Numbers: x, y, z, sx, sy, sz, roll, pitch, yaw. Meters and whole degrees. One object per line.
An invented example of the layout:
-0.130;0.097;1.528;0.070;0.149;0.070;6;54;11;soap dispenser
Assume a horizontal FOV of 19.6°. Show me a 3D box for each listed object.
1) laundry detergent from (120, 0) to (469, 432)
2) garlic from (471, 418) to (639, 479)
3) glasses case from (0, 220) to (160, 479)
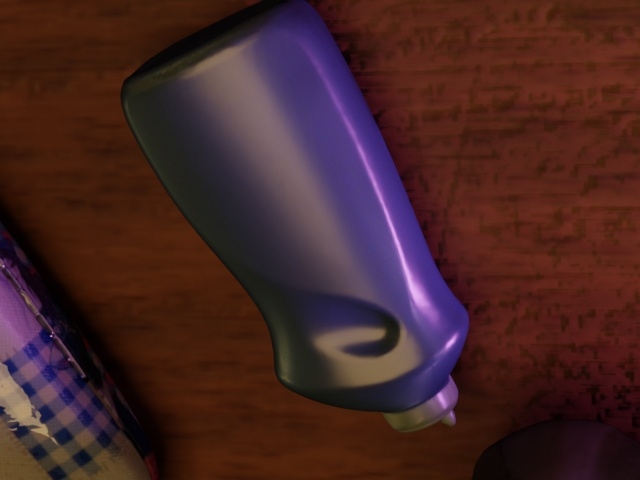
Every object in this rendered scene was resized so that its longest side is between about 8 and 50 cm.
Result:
0.000;0.000;0.803;0.097;0.061;0.206;-26;104;17;laundry detergent
0.127;0.188;0.758;0.210;0.237;0.292;8;152;24;garlic
-0.199;0.029;0.867;0.125;0.076;0.327;-30;102;24;glasses case
